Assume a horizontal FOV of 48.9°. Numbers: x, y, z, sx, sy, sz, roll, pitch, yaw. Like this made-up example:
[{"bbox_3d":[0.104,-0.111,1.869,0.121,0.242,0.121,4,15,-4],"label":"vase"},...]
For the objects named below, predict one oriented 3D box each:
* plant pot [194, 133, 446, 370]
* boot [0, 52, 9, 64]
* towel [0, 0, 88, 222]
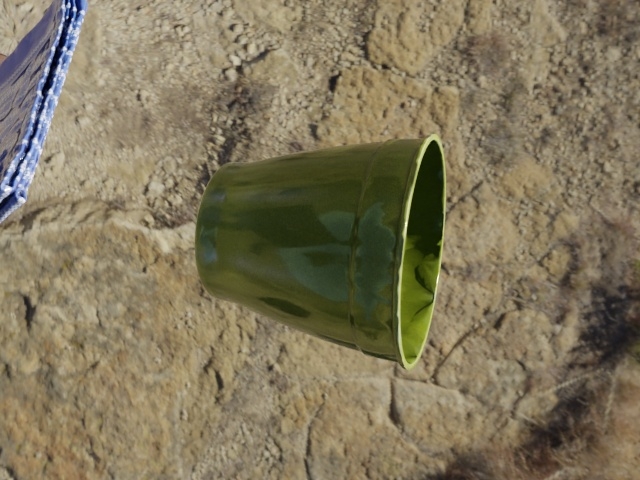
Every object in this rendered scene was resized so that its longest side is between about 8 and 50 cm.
[{"bbox_3d":[0.000,0.000,1.154,0.352,0.366,0.367,7,106,18],"label":"plant pot"},{"bbox_3d":[-0.612,-0.305,1.262,0.106,0.114,0.037,7,122,-10],"label":"boot"},{"bbox_3d":[-0.380,-0.132,0.832,0.243,0.336,0.040,-29,135,34],"label":"towel"}]
